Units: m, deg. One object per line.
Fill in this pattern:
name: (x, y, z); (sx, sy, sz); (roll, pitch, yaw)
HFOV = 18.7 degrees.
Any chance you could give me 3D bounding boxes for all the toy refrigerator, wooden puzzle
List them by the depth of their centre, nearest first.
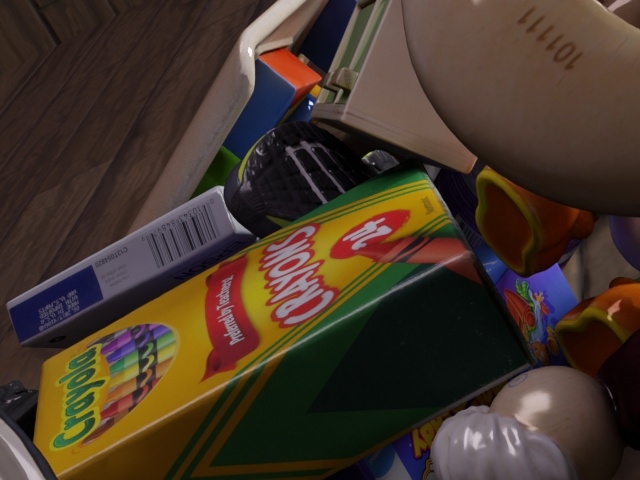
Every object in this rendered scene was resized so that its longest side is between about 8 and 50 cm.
toy refrigerator: (0.055, -0.111, 1.272); (0.269, 0.094, 0.102); (-133, 66, -83)
wooden puzzle: (-0.041, -0.136, 1.815); (0.348, 0.080, 0.322); (-54, -1, -46)

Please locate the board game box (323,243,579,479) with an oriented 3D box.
board game box: (-0.028, 0.116, 1.242); (0.347, 0.078, 0.233); (-13, 24, 43)

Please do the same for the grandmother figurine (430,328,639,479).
grandmother figurine: (0.212, 0.047, 0.961); (0.342, 0.104, 0.208); (-29, -23, 2)

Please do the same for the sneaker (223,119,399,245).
sneaker: (0.000, 0.000, 1.386); (0.121, 0.111, 0.300); (-41, -19, 13)

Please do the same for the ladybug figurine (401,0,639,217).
ladybug figurine: (0.242, -0.179, 1.014); (0.449, 0.305, 0.162); (-39, -23, -8)

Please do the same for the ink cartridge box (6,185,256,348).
ink cartridge box: (-0.100, 0.028, 1.561); (0.223, 0.045, 0.224); (-28, -16, 27)

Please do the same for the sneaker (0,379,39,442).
sneaker: (-0.192, 0.116, 1.283); (0.170, 0.051, 0.089); (-30, 21, 10)

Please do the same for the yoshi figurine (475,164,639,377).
yoshi figurine: (0.280, -0.071, 1.119); (0.362, 0.203, 0.203); (-31, 33, -16)

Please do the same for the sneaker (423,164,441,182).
sneaker: (0.147, -0.174, 1.689); (0.236, 0.130, 0.323); (-35, 11, 1)

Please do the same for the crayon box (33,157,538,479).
crayon box: (-0.052, 0.083, 1.104); (0.318, 0.081, 0.202); (-30, 18, 3)

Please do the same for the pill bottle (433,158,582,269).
pill bottle: (0.146, -0.061, 1.267); (0.108, 0.108, 0.193); (-44, -13, -40)

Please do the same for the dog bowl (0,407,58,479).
dog bowl: (-0.286, 0.248, 0.910); (0.408, 0.150, 0.408); (-8, 47, 9)
